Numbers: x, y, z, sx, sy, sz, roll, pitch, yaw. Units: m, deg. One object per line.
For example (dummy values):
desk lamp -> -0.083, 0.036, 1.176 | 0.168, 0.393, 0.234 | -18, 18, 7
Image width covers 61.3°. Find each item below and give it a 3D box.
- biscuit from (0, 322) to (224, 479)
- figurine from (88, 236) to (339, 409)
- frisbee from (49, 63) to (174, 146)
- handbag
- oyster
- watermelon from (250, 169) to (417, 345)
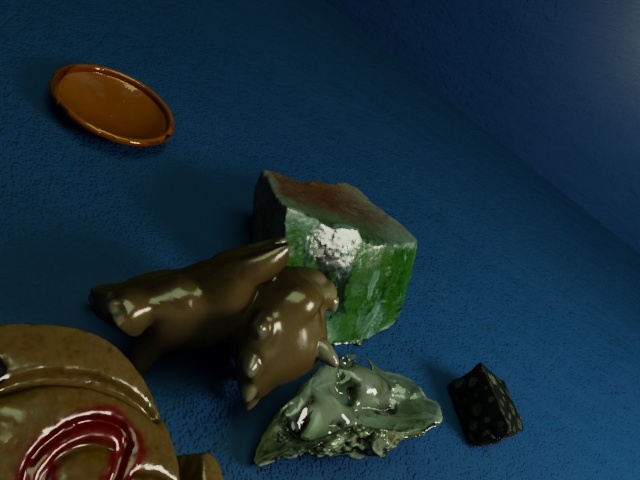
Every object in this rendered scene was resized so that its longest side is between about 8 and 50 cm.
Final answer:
biscuit -> -0.186, 0.233, 0.368 | 0.314, 0.063, 0.367 | -3, 68, -48
figurine -> -0.101, 0.102, 0.604 | 0.247, 0.177, 0.173 | -17, 98, -29
frisbee -> -0.327, -0.208, 0.854 | 0.192, 0.035, 0.192 | 26, 35, -20
handbag -> 0.281, 0.272, 0.860 | 0.139, 0.072, 0.115 | 30, 31, -37
oyster -> 0.056, 0.219, 0.676 | 0.199, 0.087, 0.252 | 31, 26, 4
watermelon -> 0.010, -0.004, 0.835 | 0.264, 0.151, 0.302 | 6, 46, -38
